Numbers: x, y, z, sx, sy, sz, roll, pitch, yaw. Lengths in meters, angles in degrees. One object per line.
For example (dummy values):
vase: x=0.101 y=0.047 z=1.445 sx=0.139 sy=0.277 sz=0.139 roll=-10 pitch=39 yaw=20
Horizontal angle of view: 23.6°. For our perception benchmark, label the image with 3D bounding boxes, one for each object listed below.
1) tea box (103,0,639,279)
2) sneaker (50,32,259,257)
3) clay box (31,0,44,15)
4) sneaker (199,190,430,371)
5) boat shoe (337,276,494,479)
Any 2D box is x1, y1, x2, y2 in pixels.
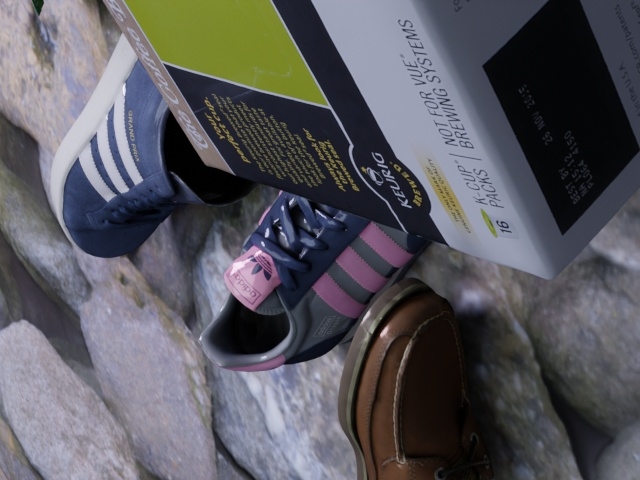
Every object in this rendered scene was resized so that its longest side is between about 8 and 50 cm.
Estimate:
tea box: x=0.021 y=-0.195 z=0.837 sx=0.323 sy=0.220 sz=0.329 roll=20 pitch=148 yaw=47
sneaker: x=-0.127 y=-0.062 z=1.292 sx=0.148 sy=0.131 sz=0.350 roll=58 pitch=145 yaw=22
clay box: x=-0.254 y=-0.316 z=1.352 sx=0.127 sy=0.053 sz=0.222 roll=-116 pitch=13 yaw=-73
sneaker: x=0.000 y=0.000 z=1.152 sx=0.112 sy=0.131 sz=0.319 roll=51 pitch=142 yaw=24
boat shoe: x=0.085 y=0.162 z=1.162 sx=0.104 sy=0.111 sz=0.307 roll=35 pitch=144 yaw=34
